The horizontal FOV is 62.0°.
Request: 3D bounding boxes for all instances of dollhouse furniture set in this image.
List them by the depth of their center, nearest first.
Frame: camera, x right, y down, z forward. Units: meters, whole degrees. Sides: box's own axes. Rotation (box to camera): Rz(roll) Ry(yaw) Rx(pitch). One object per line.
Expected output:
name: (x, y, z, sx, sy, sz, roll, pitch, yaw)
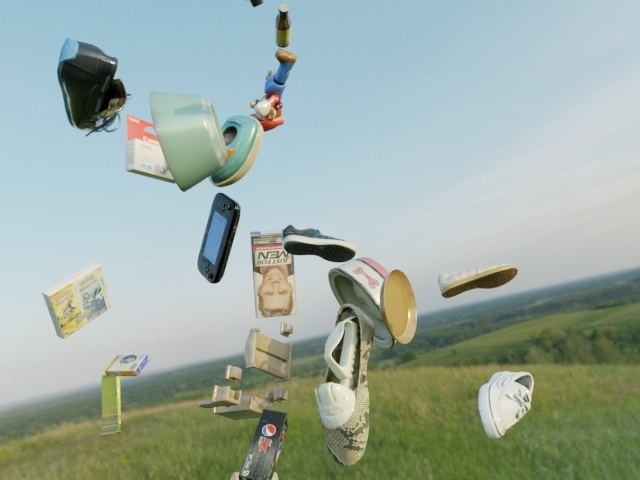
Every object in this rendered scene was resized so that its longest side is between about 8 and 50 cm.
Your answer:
dollhouse furniture set: (-0.263, 0.427, 1.864, 0.173, 0.356, 0.303, -17, -37, 31)

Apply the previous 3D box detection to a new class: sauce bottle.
sauce bottle: (-0.093, -0.538, 1.334, 0.042, 0.042, 0.128, -11, -15, -10)

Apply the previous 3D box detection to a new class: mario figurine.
mario figurine: (-0.204, -0.572, 2.035, 0.170, 0.321, 0.198, 32, 24, 24)

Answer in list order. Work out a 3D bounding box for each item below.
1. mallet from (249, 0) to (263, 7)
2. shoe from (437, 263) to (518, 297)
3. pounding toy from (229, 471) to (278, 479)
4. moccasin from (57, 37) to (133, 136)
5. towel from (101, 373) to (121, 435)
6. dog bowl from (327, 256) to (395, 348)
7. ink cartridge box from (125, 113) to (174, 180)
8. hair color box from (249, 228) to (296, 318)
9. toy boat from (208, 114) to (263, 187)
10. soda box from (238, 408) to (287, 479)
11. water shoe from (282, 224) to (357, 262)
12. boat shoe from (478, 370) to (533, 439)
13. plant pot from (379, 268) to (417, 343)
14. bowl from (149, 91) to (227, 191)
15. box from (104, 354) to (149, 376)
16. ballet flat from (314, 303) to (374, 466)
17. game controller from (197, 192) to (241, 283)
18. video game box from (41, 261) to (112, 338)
mallet: (-0.197, -0.687, 1.472, 0.039, 0.062, 0.190, -21, 17, 11)
shoe: (0.421, 0.096, 1.431, 0.218, 0.058, 0.077, -14, -43, -5)
pounding toy: (-0.157, 0.627, 1.239, 0.130, 0.100, 0.141, 14, -61, -27)
moccasin: (-0.474, -0.300, 1.138, 0.116, 0.138, 0.342, 11, -7, -15)
towel: (-0.834, 0.645, 2.109, 0.102, 0.237, 0.021, -18, -21, 24)
dog bowl: (0.215, 0.246, 2.223, 0.150, 0.408, 0.408, -36, -2, -18)
ink cartridge box: (-0.744, -0.411, 2.403, 0.066, 0.261, 0.296, -6, -8, 28)
hair color box: (-0.194, 0.135, 2.192, 0.173, 0.348, 0.105, -4, 11, -9)
toy boat: (-0.357, -0.323, 1.827, 0.318, 0.268, 0.148, 15, -12, 35)
soda box: (-0.116, 0.438, 1.113, 0.060, 0.053, 0.169, 8, 34, 9)
water shoe: (0.000, 0.000, 1.385, 0.203, 0.080, 0.073, 11, -47, -20)
boat shoe: (0.393, 0.328, 1.109, 0.084, 0.095, 0.258, -21, 1, 28)
plant pot: (0.244, 0.210, 1.694, 0.032, 0.237, 0.236, -11, -8, 31)
bowl: (-0.386, -0.316, 1.623, 0.163, 0.312, 0.311, -15, -10, -3)
box: (-0.627, 0.410, 1.748, 0.136, 0.028, 0.081, -3, 28, 17)
ballet flat: (0.062, 0.404, 1.593, 0.163, 0.483, 0.182, -13, -43, 28)
game controller: (-0.372, -0.009, 1.922, 0.166, 0.319, 0.067, 29, 17, 38)
video game box: (-0.815, 0.200, 1.798, 0.048, 0.187, 0.205, 15, 36, 27)
